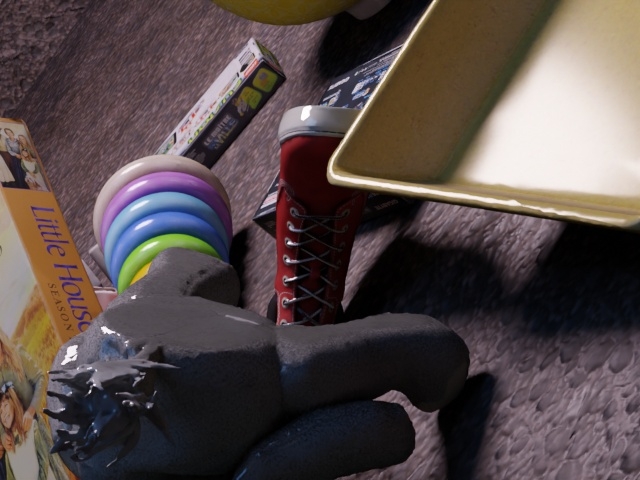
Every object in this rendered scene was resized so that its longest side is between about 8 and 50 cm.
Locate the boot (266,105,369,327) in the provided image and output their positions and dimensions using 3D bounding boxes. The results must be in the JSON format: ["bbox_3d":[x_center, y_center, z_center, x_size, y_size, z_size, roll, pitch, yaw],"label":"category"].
[{"bbox_3d":[0.000,0.000,1.499,0.244,0.088,0.176,102,176,-75],"label":"boot"}]

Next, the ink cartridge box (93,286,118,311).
[{"bbox_3d":[-0.287,0.176,1.791,0.273,0.115,0.198,-29,67,48],"label":"ink cartridge box"}]

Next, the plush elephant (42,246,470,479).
[{"bbox_3d":[-0.082,0.176,1.297,0.330,0.272,0.255,-23,-58,-60],"label":"plush elephant"}]

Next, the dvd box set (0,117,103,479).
[{"bbox_3d":[-0.277,0.146,1.632,0.307,0.062,0.420,-51,50,33],"label":"dvd box set"}]

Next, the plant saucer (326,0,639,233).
[{"bbox_3d":[0.203,-0.137,1.313,0.333,0.081,0.332,11,63,53],"label":"plant saucer"}]

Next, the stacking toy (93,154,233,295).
[{"bbox_3d":[-0.138,0.042,1.810,0.141,0.141,0.330,-48,24,14],"label":"stacking toy"}]

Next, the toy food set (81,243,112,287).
[{"bbox_3d":[-0.262,0.085,2.114,0.232,0.104,0.111,-39,1,-16],"label":"toy food set"}]

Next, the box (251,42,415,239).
[{"bbox_3d":[0.043,-0.093,1.735,0.220,0.051,0.175,-20,37,58],"label":"box"}]

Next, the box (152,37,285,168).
[{"bbox_3d":[-0.126,-0.135,2.232,0.207,0.036,0.114,-49,19,10],"label":"box"}]

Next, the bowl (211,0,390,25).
[{"bbox_3d":[0.020,-0.329,2.052,0.289,0.156,0.289,-45,20,22],"label":"bowl"}]
